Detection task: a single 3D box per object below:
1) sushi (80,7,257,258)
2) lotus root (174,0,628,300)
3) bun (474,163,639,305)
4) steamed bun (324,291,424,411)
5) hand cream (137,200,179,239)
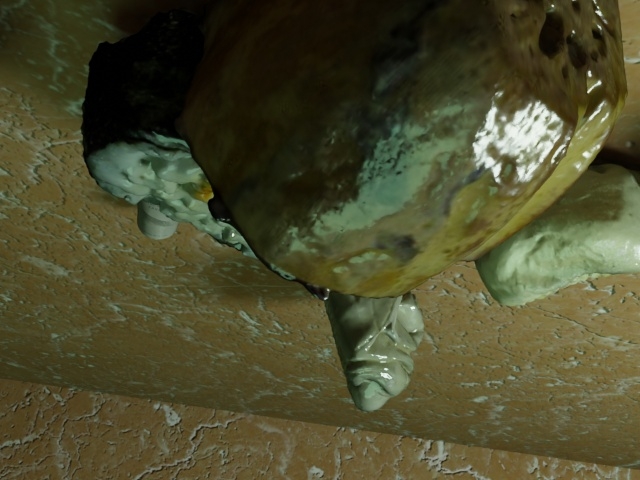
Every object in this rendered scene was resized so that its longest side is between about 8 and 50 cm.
[{"bbox_3d":[-0.055,-0.089,0.761,0.350,0.170,0.211,23,154,-29],"label":"sushi"},{"bbox_3d":[0.085,-0.104,0.560,0.316,0.316,0.250,24,143,-32],"label":"lotus root"},{"bbox_3d":[0.275,-0.013,0.879,0.230,0.145,0.229,-20,176,-1],"label":"bun"},{"bbox_3d":[0.090,0.135,1.201,0.145,0.217,0.211,-15,149,-2],"label":"steamed bun"},{"bbox_3d":[-0.205,-0.059,1.022,0.087,0.054,0.186,9,149,-12],"label":"hand cream"}]
